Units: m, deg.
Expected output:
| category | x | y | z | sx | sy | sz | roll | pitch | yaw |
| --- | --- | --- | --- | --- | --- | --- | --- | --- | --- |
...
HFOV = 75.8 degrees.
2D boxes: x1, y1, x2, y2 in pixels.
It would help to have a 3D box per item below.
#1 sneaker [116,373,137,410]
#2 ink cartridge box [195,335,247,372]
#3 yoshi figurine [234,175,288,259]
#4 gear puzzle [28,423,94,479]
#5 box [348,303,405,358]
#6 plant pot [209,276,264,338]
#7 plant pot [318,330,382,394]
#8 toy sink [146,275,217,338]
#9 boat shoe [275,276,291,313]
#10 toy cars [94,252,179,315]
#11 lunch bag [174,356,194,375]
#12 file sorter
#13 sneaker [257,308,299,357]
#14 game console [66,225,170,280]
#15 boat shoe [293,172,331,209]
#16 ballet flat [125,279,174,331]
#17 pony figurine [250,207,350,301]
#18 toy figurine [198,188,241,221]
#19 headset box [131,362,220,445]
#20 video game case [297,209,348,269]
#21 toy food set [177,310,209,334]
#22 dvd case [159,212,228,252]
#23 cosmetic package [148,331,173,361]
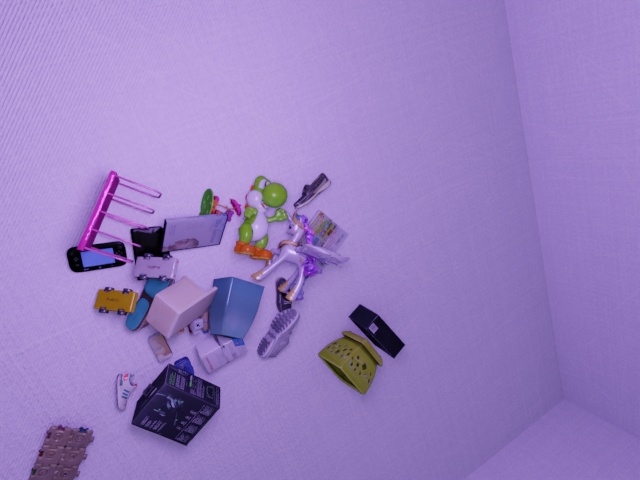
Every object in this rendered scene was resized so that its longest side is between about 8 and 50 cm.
| category | x | y | z | sx | sy | sz | roll | pitch | yaw |
| --- | --- | --- | --- | --- | --- | --- | --- | --- | --- |
| sneaker | -0.804 | 0.630 | 1.712 | 0.076 | 0.057 | 0.161 | -2 | 97 | -20 |
| ink cartridge box | -0.436 | 0.480 | 1.821 | 0.191 | 0.082 | 0.139 | -25 | 137 | -18 |
| yoshi figurine | -0.237 | -0.104 | 1.740 | 0.203 | 0.203 | 0.361 | 10 | 78 | -9 |
| gear puzzle | -1.053 | 0.896 | 1.655 | 0.176 | 0.044 | 0.338 | 22 | 92 | -29 |
| box | 0.292 | 0.470 | 2.140 | 0.103 | 0.184 | 0.261 | -48 | 115 | -13 |
| plant pot | -0.373 | 0.292 | 1.744 | 0.166 | 0.166 | 0.233 | 24 | 67 | -37 |
| plant pot | 0.164 | 0.603 | 2.087 | 0.207 | 0.227 | 0.228 | -46 | 114 | -19 |
| toy sink | -0.547 | 0.246 | 1.629 | 0.131 | 0.234 | 0.152 | 37 | 121 | 9 |
| boat shoe | -0.171 | 0.276 | 1.947 | 0.075 | 0.065 | 0.205 | -15 | 107 | -26 |
| toy cars | -0.695 | 0.174 | 1.590 | 0.394 | 0.176 | 0.087 | -38 | 155 | 6 |
| lunch bag | -0.595 | 0.560 | 1.795 | 0.067 | 0.065 | 0.098 | -26 | 110 | -20 |
| file sorter | -0.724 | -0.074 | 1.507 | 0.183 | 0.202 | 0.290 | 22 | 81 | -22 |
| sneaker | -0.184 | 0.440 | 1.956 | 0.115 | 0.105 | 0.281 | 28 | 104 | -43 |
| game console | -0.787 | 0.066 | 1.625 | 0.362 | 0.044 | 0.212 | -9 | 103 | -24 |
| boat shoe | -0.049 | -0.232 | 1.910 | 0.224 | 0.080 | 0.073 | -41 | 108 | -19 |
| ballet flat | -0.672 | 0.229 | 1.672 | 0.108 | 0.106 | 0.315 | 40 | 95 | 17 |
| pony figurine | -0.080 | 0.079 | 1.819 | 0.351 | 0.303 | 0.363 | 30 | 91 | 8 |
| toy figurine | -0.416 | -0.122 | 1.742 | 0.160 | 0.130 | 0.173 | 10 | 117 | -36 |
| headset box | -0.611 | 0.691 | 1.734 | 0.283 | 0.131 | 0.246 | 35 | 101 | -23 |
| video game case | 0.000 | 0.000 | 2.002 | 0.206 | 0.026 | 0.226 | 39 | 83 | -26 |
| toy food set | -0.533 | 0.372 | 1.756 | 0.232 | 0.111 | 0.104 | -16 | 109 | -55 |
| dvd case | -0.512 | -0.031 | 1.669 | 0.253 | 0.022 | 0.180 | -9 | 142 | -35 |
| cosmetic package | -0.680 | 0.451 | 1.747 | 0.060 | 0.041 | 0.114 | -27 | 110 | -19 |
